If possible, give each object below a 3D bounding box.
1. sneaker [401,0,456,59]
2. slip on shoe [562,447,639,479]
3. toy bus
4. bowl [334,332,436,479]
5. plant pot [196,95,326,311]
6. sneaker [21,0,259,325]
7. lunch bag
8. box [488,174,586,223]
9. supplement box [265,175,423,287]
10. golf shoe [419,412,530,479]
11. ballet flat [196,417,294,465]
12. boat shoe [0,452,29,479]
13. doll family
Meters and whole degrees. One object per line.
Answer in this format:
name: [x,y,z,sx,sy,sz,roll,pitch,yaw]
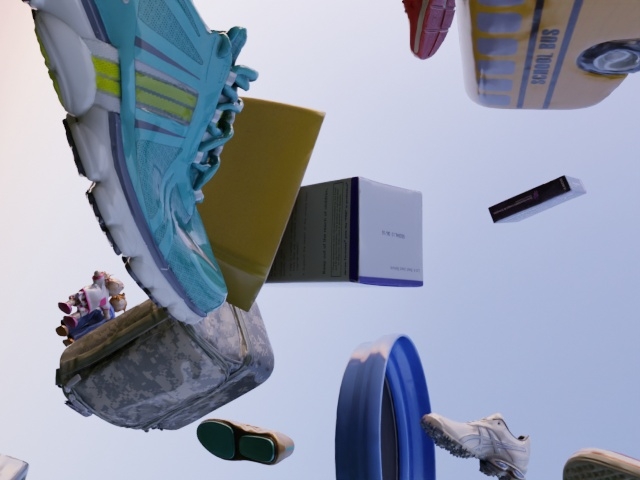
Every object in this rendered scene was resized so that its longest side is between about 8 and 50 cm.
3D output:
sneaker: [0.149,-0.413,1.000,0.128,0.087,0.221,25,-63,34]
slip on shoe: [0.429,0.305,0.659,0.331,0.101,0.123,16,-63,22]
toy bus: [0.146,-0.181,0.361,0.130,0.332,0.108,6,-96,16]
bowl: [0.116,0.350,1.022,0.077,0.391,0.391,-7,-116,20]
plant pot: [-0.130,-0.057,0.759,0.212,0.187,0.212,126,-17,-70]
sneaker: [-0.085,-0.076,0.340,0.107,0.110,0.275,-132,-150,-60]
lunch bag: [-0.275,0.200,1.108,0.305,0.256,0.213,-30,-121,15]
box: [0.327,-0.060,0.929,0.116,0.162,0.029,-25,-99,28]
supplement box: [0.000,0.000,0.728,0.220,0.111,0.114,-6,-100,45]
golf shoe: [0.229,0.284,0.911,0.086,0.176,0.069,-61,-171,-20]
ballet flat: [-0.149,0.403,1.241,0.232,0.073,0.080,1,-94,38]
boat shoe: [-0.302,0.213,0.399,0.118,0.103,0.320,-64,-177,4]
doll family: [-0.450,0.184,1.276,0.118,0.163,0.263,-2,-70,33]
